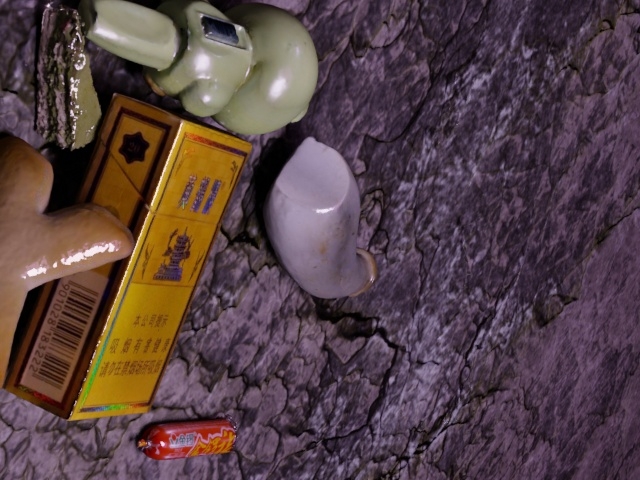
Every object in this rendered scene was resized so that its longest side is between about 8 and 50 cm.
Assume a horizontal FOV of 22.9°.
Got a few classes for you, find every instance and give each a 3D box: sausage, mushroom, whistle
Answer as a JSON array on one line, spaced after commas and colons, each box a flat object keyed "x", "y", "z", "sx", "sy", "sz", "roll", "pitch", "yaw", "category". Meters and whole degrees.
[{"x": -0.154, "y": 0.223, "z": 1.778, "sx": 0.050, "sy": 0.048, "sz": 0.145, "roll": -38, "pitch": 156, "yaw": 29, "category": "sausage"}, {"x": 0.000, "y": 0.000, "z": 1.819, "sx": 0.118, "sy": 0.103, "sz": 0.270, "roll": -48, "pitch": 152, "yaw": -19, "category": "mushroom"}, {"x": -0.121, "y": -0.175, "z": 1.541, "sx": 0.294, "sy": 0.141, "sz": 0.141, "roll": 4, "pitch": 107, "yaw": -35, "category": "whistle"}]

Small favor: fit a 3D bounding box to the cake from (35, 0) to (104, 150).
[{"x": -0.235, "y": -0.147, "z": 1.432, "sx": 0.055, "sy": 0.051, "sz": 0.140, "roll": -43, "pitch": 142, "yaw": -35, "category": "cake"}]

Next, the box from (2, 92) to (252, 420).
[{"x": -0.183, "y": 0.020, "z": 1.539, "sx": 0.301, "sy": 0.084, "sz": 0.193, "roll": -68, "pitch": 164, "yaw": 3, "category": "box"}]

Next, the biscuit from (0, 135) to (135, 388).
[{"x": -0.283, "y": 0.017, "z": 1.381, "sx": 0.208, "sy": 0.164, "sz": 0.047, "roll": -48, "pitch": 173, "yaw": -28, "category": "biscuit"}]
